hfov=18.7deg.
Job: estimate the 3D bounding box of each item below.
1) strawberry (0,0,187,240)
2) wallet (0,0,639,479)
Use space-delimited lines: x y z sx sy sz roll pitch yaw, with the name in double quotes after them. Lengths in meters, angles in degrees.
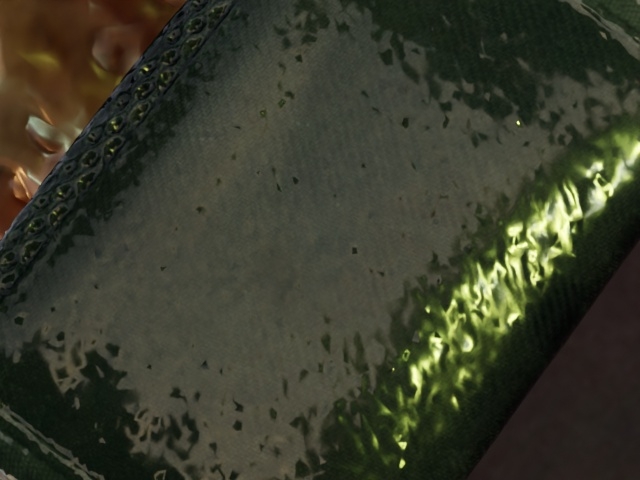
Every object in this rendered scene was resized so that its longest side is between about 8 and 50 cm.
-0.103 -0.127 0.658 0.265 0.336 0.149 -27 23 5 "strawberry"
0.000 0.000 0.329 0.129 0.088 0.026 -53 -11 -4 "wallet"
